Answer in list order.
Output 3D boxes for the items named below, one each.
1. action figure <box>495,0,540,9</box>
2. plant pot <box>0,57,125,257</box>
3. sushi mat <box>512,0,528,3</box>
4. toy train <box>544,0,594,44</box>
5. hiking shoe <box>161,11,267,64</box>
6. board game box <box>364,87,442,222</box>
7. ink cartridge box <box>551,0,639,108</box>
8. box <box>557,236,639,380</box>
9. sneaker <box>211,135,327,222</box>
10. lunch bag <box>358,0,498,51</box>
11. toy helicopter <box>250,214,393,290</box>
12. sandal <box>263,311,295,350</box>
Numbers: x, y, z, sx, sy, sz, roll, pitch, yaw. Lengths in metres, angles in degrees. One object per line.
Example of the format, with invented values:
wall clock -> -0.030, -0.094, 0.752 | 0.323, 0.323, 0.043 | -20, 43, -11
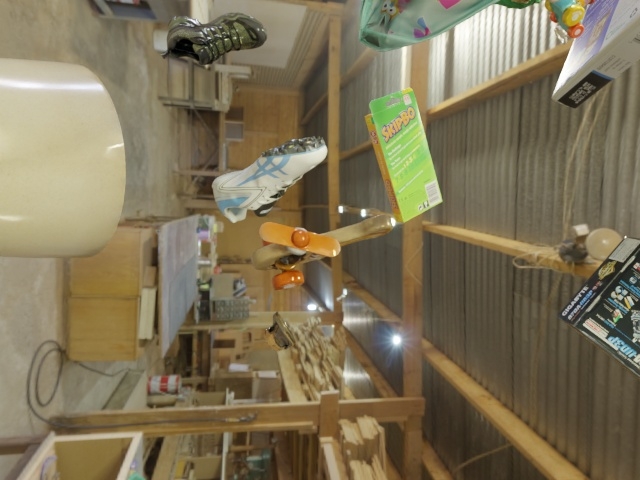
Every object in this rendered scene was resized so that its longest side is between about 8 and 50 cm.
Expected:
action figure -> 0.485, -0.627, 1.049 | 0.137, 0.232, 0.063 | -18, -99, 53
plant pot -> -0.413, -0.090, 0.460 | 0.256, 0.274, 0.256 | 5, -81, 35
sushi mat -> 0.335, -0.574, 0.748 | 0.019, 0.151, 0.317 | 111, -2, -79
toy train -> 0.320, -0.357, 0.583 | 0.046, 0.166, 0.125 | -36, -173, 27
hiking shoe -> -0.230, -0.428, 0.924 | 0.086, 0.227, 0.114 | 75, 17, -65
board game box -> 0.179, -0.181, 0.898 | 0.039, 0.124, 0.259 | 13, -54, 58
ink cartridge box -> 0.570, -0.443, 0.750 | 0.307, 0.072, 0.303 | -63, 176, -11
box -> 0.533, 0.127, 0.678 | 0.175, 0.220, 0.051 | -53, -177, 6
sneaker -> -0.073, -0.087, 0.618 | 0.237, 0.085, 0.086 | -17, -77, 44
lunch bag -> 0.153, -0.342, 0.453 | 0.262, 0.160, 0.223 | -27, -146, 42
toy helicopter -> 0.000, 0.000, 1.013 | 0.235, 0.355, 0.140 | 54, 19, -72
sandal -> -0.118, 0.248, 1.088 | 0.090, 0.060, 0.219 | 55, -25, 9
